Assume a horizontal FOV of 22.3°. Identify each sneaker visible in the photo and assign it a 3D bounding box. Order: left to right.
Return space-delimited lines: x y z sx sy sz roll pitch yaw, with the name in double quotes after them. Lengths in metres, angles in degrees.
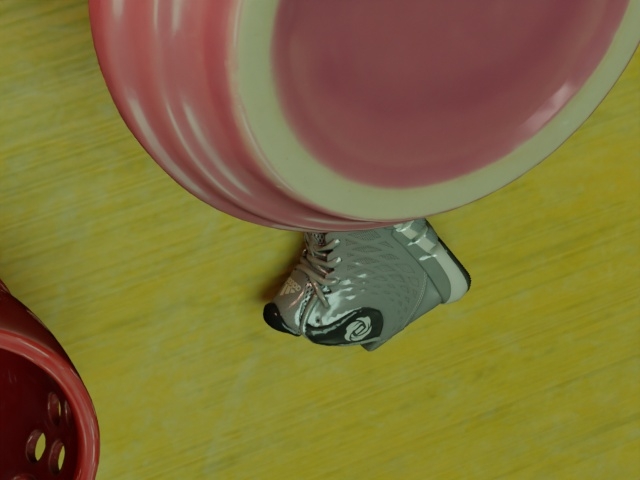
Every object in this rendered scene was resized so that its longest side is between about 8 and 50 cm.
0.000 0.000 1.109 0.132 0.086 0.228 -40 123 1 "sneaker"

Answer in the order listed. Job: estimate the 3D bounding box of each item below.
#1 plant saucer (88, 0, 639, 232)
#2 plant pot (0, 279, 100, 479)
0.052 -0.135 0.815 0.332 0.084 0.332 -17 131 -21 "plant saucer"
-0.245 0.100 0.994 0.191 0.174 0.191 -9 116 -19 "plant pot"
